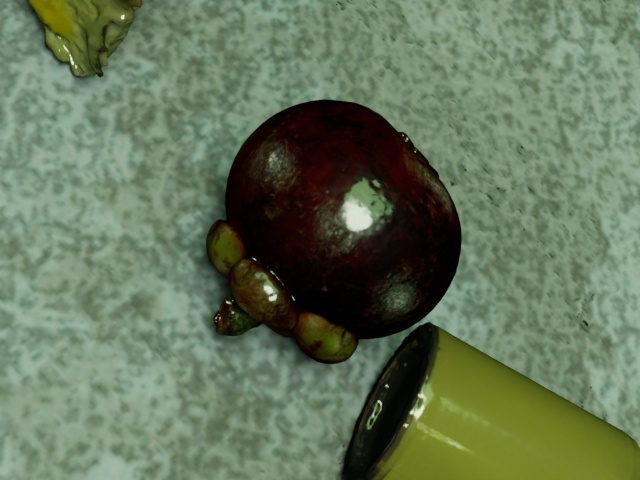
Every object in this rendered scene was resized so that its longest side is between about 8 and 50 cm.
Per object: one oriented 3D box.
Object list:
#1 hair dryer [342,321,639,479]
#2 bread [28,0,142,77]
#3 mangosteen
[{"bbox_3d":[0.053,0.189,0.571,0.135,0.090,0.279,30,65,-9],"label":"hair dryer"},{"bbox_3d":[-0.154,-0.194,0.638,0.160,0.140,0.169,20,60,-18],"label":"bread"},{"bbox_3d":[0.000,0.000,0.619,0.140,0.140,0.140,9,63,-18],"label":"mangosteen"}]
